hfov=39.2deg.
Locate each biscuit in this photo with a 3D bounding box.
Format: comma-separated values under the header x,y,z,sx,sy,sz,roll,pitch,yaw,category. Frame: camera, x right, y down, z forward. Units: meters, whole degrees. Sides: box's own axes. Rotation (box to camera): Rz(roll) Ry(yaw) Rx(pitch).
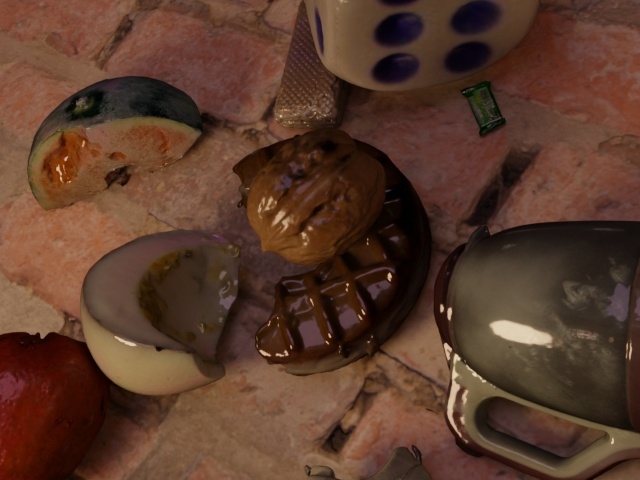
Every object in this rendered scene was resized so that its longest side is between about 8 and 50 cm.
x,y,z,sx,sy,sz,roll,pitch,yaw,category
0.001,-0.288,1.457,0.108,0.062,0.239,2,65,20,biscuit
0.245,-0.197,1.339,0.046,0.016,0.089,-22,57,11,biscuit
0.018,0.001,1.259,0.268,0.115,0.366,-22,58,10,biscuit

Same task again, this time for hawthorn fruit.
x,y,z,sx,sy,sz,roll,pitch,yaw,category
-0.416,0.265,1.227,0.211,0.211,0.299,12,70,26,hawthorn fruit

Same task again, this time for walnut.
x,y,z,sx,sy,sz,roll,pitch,yaw,category
-0.009,-0.051,1.146,0.184,0.155,0.155,-43,56,-11,walnut

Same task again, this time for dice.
x,y,z,sx,sy,sz,roll,pitch,yaw,category
0.134,-0.417,1.313,0.304,0.277,0.304,-8,55,-6,dice

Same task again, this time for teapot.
x,y,z,sx,sy,sz,roll,pitch,yaw,category
0.279,0.127,1.050,0.312,0.233,0.315,7,93,31,teapot

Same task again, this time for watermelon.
x,y,z,sx,sy,sz,roll,pitch,yaw,category
-0.362,-0.201,1.479,0.321,0.175,0.188,-21,58,8,watermelon

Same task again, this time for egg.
x,y,z,sx,sy,sz,roll,pitch,yaw,category
-0.225,0.119,1.253,0.206,0.162,0.271,6,34,-2,egg

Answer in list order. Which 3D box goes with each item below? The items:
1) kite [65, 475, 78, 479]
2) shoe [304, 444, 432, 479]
x,y,z,sx,sy,sz,roll,pitch,yaw,category
-0.407,0.403,1.265,0.198,0.006,0.244,-23,56,7,kite
0.006,0.370,1.059,0.342,0.132,0.210,-24,53,3,shoe
